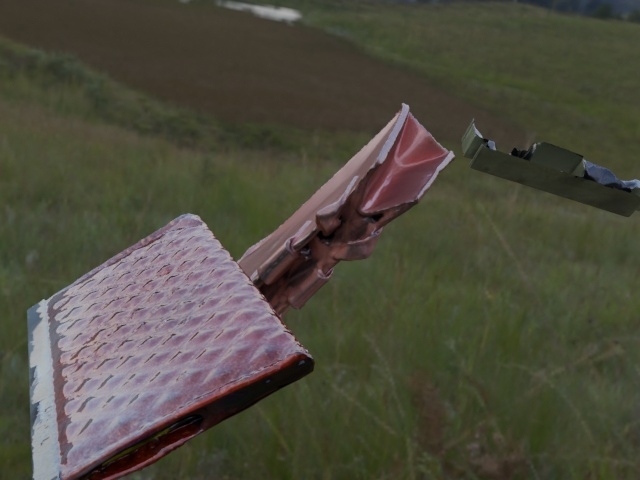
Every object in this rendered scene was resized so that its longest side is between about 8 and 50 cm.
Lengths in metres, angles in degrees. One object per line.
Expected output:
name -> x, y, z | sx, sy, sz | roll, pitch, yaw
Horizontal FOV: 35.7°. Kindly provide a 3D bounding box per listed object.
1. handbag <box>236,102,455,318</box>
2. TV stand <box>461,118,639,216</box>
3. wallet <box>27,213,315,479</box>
handbag -> 0.000, 0.000, 0.751 | 0.059, 0.212, 0.157 | 45, 27, -6
TV stand -> 0.266, -0.066, 1.028 | 0.249, 0.036, 0.042 | 17, 47, -9
wallet -> -0.075, 0.039, 0.420 | 0.103, 0.020, 0.196 | -31, 21, -8
